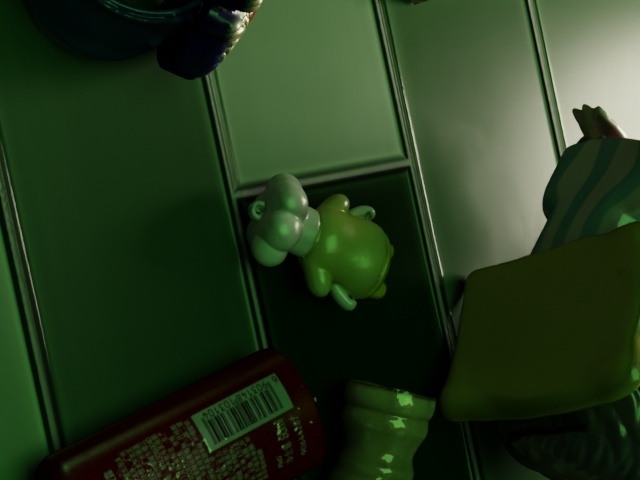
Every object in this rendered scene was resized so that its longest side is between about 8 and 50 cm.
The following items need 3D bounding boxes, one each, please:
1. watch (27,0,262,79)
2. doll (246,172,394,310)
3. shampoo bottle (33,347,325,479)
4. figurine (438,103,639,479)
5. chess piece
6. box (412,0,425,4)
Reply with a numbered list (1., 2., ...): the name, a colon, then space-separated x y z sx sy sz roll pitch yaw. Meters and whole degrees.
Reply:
1. watch: -0.142 -0.247 1.149 0.200 0.171 0.196 26 56 -20
2. doll: 0.000 0.000 1.269 0.162 0.062 0.106 27 64 -32
3. shampoo bottle: -0.136 0.198 1.127 0.314 0.076 0.118 -25 99 -36
4. figurine: 0.349 0.109 1.401 0.377 0.266 0.361 36 72 -33
5. chess piece: 0.044 0.233 1.266 0.090 0.090 0.200 16 85 -34
6. box: 0.107 -0.300 1.410 0.079 0.035 0.083 -47 112 -32
